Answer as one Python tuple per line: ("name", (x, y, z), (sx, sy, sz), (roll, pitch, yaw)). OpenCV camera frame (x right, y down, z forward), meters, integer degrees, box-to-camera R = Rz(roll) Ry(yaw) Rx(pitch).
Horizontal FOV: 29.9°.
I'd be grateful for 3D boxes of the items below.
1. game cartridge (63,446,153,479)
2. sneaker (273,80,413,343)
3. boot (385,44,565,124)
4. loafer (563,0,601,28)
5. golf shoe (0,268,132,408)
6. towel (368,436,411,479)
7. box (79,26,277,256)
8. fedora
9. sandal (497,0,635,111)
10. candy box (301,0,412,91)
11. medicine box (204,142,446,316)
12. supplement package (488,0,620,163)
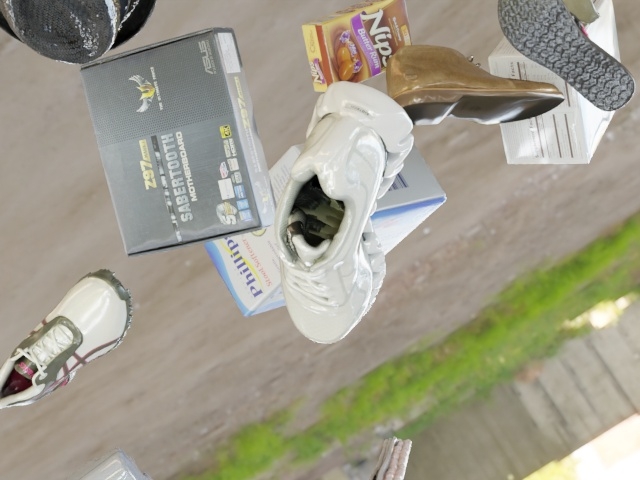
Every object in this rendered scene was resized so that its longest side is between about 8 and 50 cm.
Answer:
("game cartridge", (-0.176, 0.352, 1.118), (0.198, 0.297, 0.062), (-38, -156, -3))
("sneaker", (0.000, 0.000, 1.063), (0.292, 0.110, 0.118), (97, 19, -46))
("boot", (0.240, -0.244, 1.844), (0.305, 0.115, 0.112), (0, 158, -25))
("loafer", (0.376, -0.424, 1.831), (0.087, 0.094, 0.251), (-17, 134, 6))
("golf shoe", (-0.369, 0.153, 1.711), (0.273, 0.105, 0.120), (-46, 177, 27))
("towel", (0.065, 0.480, 1.778), (0.332, 0.053, 0.317), (-38, 142, -79))
("box", (-0.163, -0.110, 1.376), (0.183, 0.233, 0.059), (-11, -175, 24))
("fedora", (-0.410, -0.394, 1.875), (0.333, 0.153, 0.334), (-5, 134, -6))
("sandal", (0.250, -0.202, 1.238), (0.067, 0.179, 0.040), (-44, -167, 23))
("candy box", (0.062, -0.311, 1.879), (0.053, 0.109, 0.186), (10, -150, 45))
("medicine box", (0.006, -0.031, 1.931), (0.263, 0.149, 0.289), (-14, 157, -45))
("supplement package", (0.408, -0.279, 2.046), (0.145, 0.204, 0.262), (2, -146, 29))
